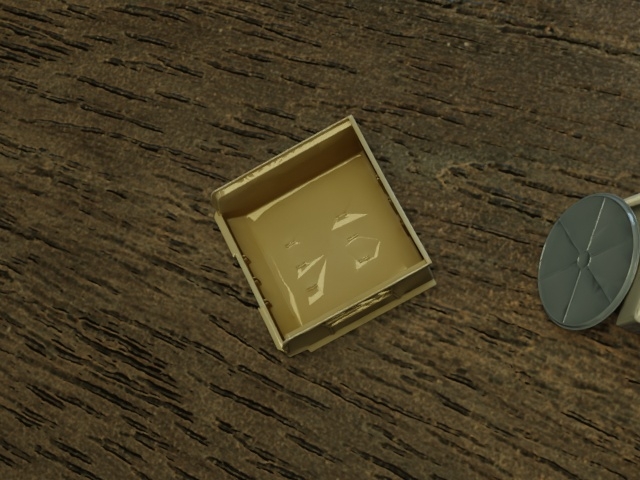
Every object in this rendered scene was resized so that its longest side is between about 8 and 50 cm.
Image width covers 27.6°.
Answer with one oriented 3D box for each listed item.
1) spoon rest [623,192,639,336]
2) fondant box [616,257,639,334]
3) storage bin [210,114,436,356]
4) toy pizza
[{"bbox_3d":[0.499,0.065,1.846,0.137,0.084,0.276,-20,84,8],"label":"spoon rest"},{"bbox_3d":[0.596,0.060,1.757,0.330,0.096,0.238,21,79,1],"label":"fondant box"},{"bbox_3d":[0.000,0.000,1.944,0.260,0.123,0.262,-28,70,3],"label":"storage bin"},{"bbox_3d":[0.383,0.031,1.842,0.201,0.032,0.201,-36,45,46],"label":"toy pizza"}]
